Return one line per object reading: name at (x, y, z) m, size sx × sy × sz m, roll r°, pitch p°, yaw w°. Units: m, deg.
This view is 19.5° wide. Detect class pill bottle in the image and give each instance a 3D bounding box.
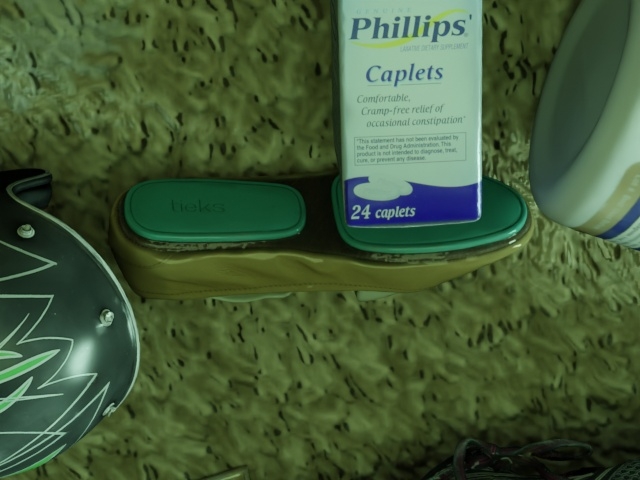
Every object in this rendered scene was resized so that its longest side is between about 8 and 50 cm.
pill bottle at (0.257, -0.044, 0.978) m, size 0.265 × 0.153 × 0.153 m, roll 18°, pitch 108°, yaw -10°

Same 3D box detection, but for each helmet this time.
helmet at (-0.179, 0.047, 0.976) m, size 0.169 × 0.161 × 0.169 m, roll -1°, pitch 110°, yaw -4°

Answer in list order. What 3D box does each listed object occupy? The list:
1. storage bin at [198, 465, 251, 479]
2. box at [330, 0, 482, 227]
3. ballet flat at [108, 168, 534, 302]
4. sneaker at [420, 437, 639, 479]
storage bin at (-0.140, 0.276, 1.014) m, size 0.262 × 0.260 × 0.123 m, roll -17°, pitch 114°, yaw 2°
box at (0.043, -0.092, 0.960) m, size 0.072 × 0.126 × 0.137 m, roll -3°, pitch 111°, yaw -2°
ballet flat at (0.000, 0.000, 1.031) m, size 0.232 × 0.080 × 0.073 m, roll 1°, pitch 138°, yaw -2°
sneaker at (0.121, 0.159, 1.069) m, size 0.299 × 0.121 × 0.112 m, roll -22°, pitch 72°, yaw -6°
